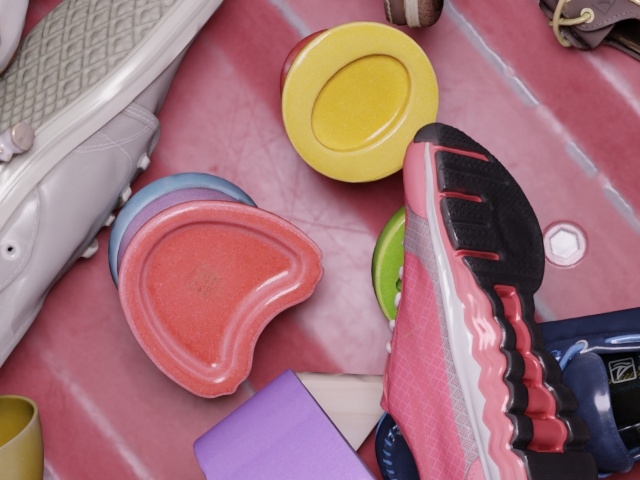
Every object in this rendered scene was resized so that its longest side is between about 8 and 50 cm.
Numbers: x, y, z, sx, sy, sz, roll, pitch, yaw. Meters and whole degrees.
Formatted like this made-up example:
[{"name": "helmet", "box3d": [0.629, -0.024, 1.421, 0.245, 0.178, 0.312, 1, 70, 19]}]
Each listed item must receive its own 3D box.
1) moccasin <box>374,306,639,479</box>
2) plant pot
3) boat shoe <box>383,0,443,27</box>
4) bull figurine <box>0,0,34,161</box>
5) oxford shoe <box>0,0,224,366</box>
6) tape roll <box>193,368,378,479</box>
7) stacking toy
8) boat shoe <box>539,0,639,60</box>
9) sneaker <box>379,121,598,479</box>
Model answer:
[{"name": "moccasin", "box3d": [0.204, 0.113, 1.018, 0.342, 0.117, 0.138, -23, 100, 1]}, {"name": "plant pot", "box3d": [-0.271, 0.193, 1.047, 0.134, 0.134, 0.095, -15, 108, 1]}, {"name": "boat shoe", "box3d": [0.047, -0.256, 1.057, 0.095, 0.095, 0.257, -4, 46, 7]}, {"name": "bull figurine", "box3d": [-0.263, -0.193, 1.044, 0.188, 0.101, 0.310, 5, 72, 42]}, {"name": "oxford shoe", "box3d": [-0.212, -0.056, 1.071, 0.130, 0.169, 0.449, 44, 76, -37]}, {"name": "tape roll", "box3d": [0.028, 0.223, 0.934, 0.090, 0.275, 0.275, -38, 83, -4]}, {"name": "stacking toy", "box3d": [0.000, 0.000, 1.082, 0.309, 0.130, 0.279, -44, 111, 1]}, {"name": "boat shoe", "box3d": [0.240, -0.193, 1.067, 0.324, 0.116, 0.097, 25, 82, -1]}, {"name": "sneaker", "box3d": [0.086, 0.066, 0.950, 0.136, 0.116, 0.314, -27, 62, 36]}]
